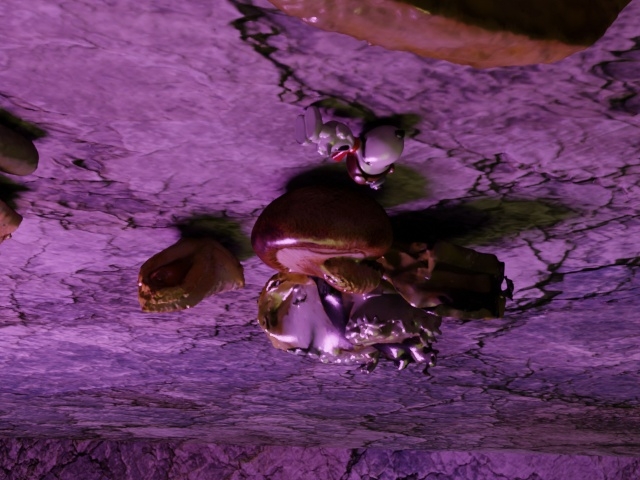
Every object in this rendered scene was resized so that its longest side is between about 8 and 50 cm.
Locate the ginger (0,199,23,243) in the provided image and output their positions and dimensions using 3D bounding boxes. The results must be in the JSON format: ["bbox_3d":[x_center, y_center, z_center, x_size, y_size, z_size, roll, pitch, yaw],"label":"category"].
[{"bbox_3d":[-0.334,-0.008,0.960,0.176,0.052,0.193,-2,161,31],"label":"ginger"}]

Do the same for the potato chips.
[{"bbox_3d":[-0.011,-0.145,0.458,0.407,0.080,0.057,16,168,-35],"label":"potato chips"}]

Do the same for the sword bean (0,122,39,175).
[{"bbox_3d":[-0.289,-0.096,0.705,0.043,0.038,0.269,-13,158,26],"label":"sword bean"}]

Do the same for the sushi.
[{"bbox_3d":[0.037,0.058,0.999,0.139,0.131,0.291,14,167,-35],"label":"sushi"}]

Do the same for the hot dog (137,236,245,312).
[{"bbox_3d":[-0.122,0.027,1.021,0.078,0.061,0.169,4,-170,19],"label":"hot dog"}]

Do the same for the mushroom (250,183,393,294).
[{"bbox_3d":[0.000,0.000,0.881,0.127,0.087,0.127,-2,162,-1],"label":"mushroom"}]

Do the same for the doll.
[{"bbox_3d":[0.021,-0.066,0.754,0.085,0.040,0.058,4,150,-19],"label":"doll"}]
